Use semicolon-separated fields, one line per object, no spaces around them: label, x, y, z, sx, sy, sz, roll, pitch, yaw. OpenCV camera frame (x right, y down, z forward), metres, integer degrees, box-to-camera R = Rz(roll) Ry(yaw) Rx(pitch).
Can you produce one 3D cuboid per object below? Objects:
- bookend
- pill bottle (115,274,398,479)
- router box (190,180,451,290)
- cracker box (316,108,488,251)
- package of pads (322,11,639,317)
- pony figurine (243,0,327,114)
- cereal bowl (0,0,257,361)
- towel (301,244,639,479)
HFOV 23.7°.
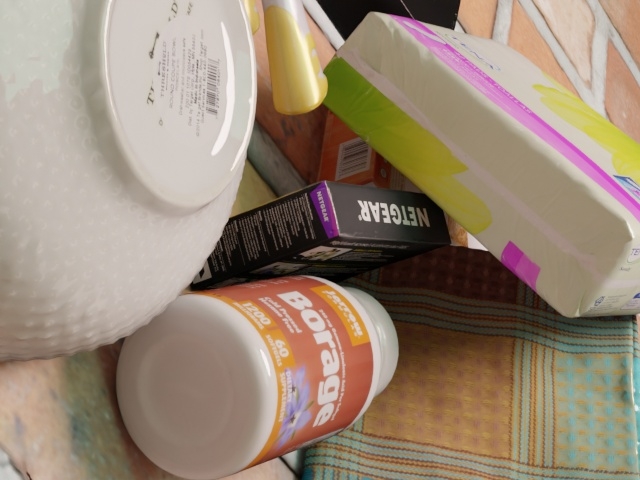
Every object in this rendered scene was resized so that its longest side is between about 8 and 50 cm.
bookend;0.063;-0.255;1.482;0.157;0.072;0.156;51;33;-28
pill bottle;-0.033;0.087;1.055;0.216;0.121;0.121;-9;80;-60
router box;0.000;0.000;1.153;0.179;0.133;0.046;3;70;-59
cracker box;0.091;-0.037;1.380;0.232;0.067;0.155;46;38;-38
package of pads;0.169;-0.062;1.225;0.296;0.101;0.229;44;22;26
pony figurine;-0.061;-0.326;1.144;0.351;0.303;0.363;-73;154;-52
cereal bowl;-0.137;-0.098;0.886;0.339;0.141;0.339;5;85;-61
towel;0.124;0.153;1.186;0.040;0.271;0.370;102;-5;-51
